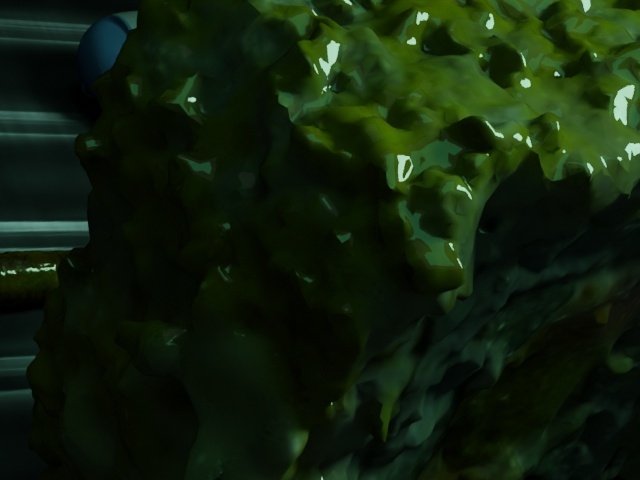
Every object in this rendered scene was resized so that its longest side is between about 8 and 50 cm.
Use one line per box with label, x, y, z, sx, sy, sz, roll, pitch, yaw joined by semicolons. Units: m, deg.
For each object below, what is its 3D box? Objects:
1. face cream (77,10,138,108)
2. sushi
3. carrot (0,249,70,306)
face cream;-0.064;-0.125;1.213;0.264;0.083;0.149;9;33;-20
sushi;0.029;0.037;0.757;0.351;0.396;0.240;-19;51;-36
carrot;-0.217;0.022;0.950;0.171;0.042;0.042;-2;41;-34
